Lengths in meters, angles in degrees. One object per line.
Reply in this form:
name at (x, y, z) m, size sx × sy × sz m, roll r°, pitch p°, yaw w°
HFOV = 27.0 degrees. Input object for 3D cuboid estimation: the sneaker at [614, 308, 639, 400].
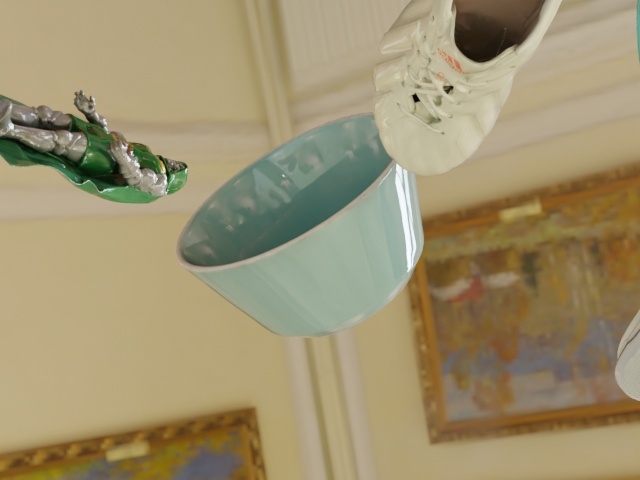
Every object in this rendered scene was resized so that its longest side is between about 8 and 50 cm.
sneaker at (0.433, 0.071, 1.578) m, size 0.258 × 0.094 × 0.091 m, roll -51°, pitch -165°, yaw 20°

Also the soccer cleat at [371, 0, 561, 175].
soccer cleat at (0.066, -0.090, 0.613) m, size 0.068 × 0.076 × 0.196 m, roll 20°, pitch 138°, yaw -4°

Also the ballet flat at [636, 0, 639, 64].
ballet flat at (0.364, -0.341, 1.261) m, size 0.147 × 0.409 × 0.147 m, roll -4°, pitch 177°, yaw 0°

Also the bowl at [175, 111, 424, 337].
bowl at (0.000, 0.000, 1.590) m, size 0.311 × 0.163 × 0.311 m, roll -27°, pitch -158°, yaw 12°

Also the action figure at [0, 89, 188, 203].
action figure at (-0.200, -0.081, 1.148) m, size 0.063 × 0.137 × 0.232 m, roll -52°, pitch 143°, yaw 15°
